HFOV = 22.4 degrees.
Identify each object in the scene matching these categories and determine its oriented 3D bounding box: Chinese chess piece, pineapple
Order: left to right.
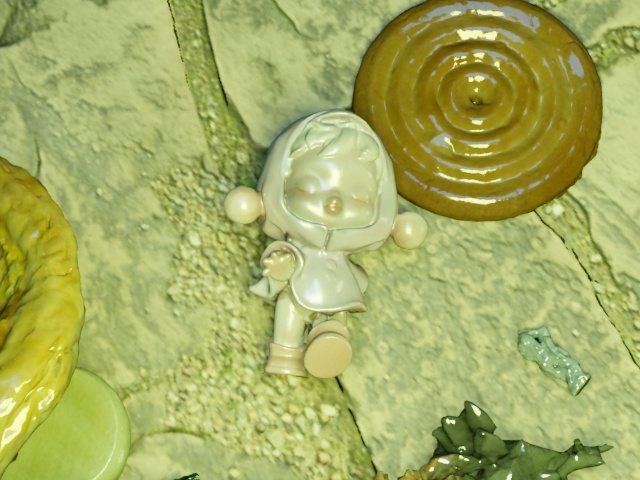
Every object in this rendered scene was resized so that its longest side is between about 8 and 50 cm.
[{"bbox_3d":[-0.254,0.191,1.553,0.144,0.058,0.144,-1,69,3],"label":"Chinese chess piece"},{"bbox_3d":[0.111,0.269,1.445,0.223,0.223,0.357,42,59,15],"label":"pineapple"}]

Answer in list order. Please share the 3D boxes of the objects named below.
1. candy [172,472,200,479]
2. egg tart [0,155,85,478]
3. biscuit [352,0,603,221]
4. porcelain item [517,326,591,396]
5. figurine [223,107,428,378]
[{"bbox_3d":[-0.174,0.264,1.460,0.141,0.203,0.078,-10,102,-5],"label":"candy"},{"bbox_3d":[-0.397,0.117,1.490,0.443,0.178,0.443,-12,57,19],"label":"egg tart"},{"bbox_3d":[0.162,-0.142,1.659,0.262,0.037,0.262,-1,70,2],"label":"biscuit"},{"bbox_3d":[0.224,0.115,1.571,0.036,0.028,0.083,-38,71,-27],"label":"porcelain item"},{"bbox_3d":[0.000,-0.001,1.571,0.200,0.133,0.276,9,76,-7],"label":"figurine"}]
